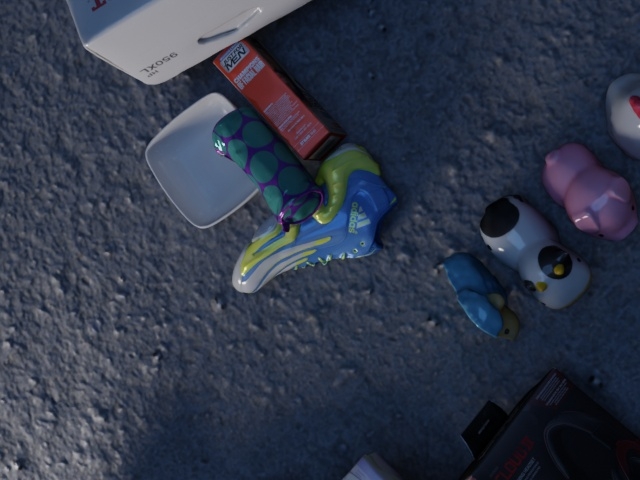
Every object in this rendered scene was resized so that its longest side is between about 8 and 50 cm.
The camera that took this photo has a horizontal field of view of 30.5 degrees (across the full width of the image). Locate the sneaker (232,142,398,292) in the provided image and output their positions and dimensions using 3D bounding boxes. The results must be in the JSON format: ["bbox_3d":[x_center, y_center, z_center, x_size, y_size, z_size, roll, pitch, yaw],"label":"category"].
[{"bbox_3d":[0.000,0.000,1.452,0.126,0.091,0.240,43,103,8],"label":"sneaker"}]

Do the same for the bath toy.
[{"bbox_3d":[0.294,-0.042,1.347,0.151,0.129,0.348,43,103,9],"label":"bath toy"}]

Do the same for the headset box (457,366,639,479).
[{"bbox_3d":[0.282,0.300,1.318,0.293,0.218,0.110,41,135,10],"label":"headset box"}]

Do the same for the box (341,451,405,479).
[{"bbox_3d":[0.147,0.372,1.308,0.324,0.063,0.067,44,100,15],"label":"box"}]

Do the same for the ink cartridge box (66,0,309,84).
[{"bbox_3d":[-0.187,-0.430,1.393,0.285,0.166,0.395,-27,72,16],"label":"ink cartridge box"}]

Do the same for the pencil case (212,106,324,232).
[{"bbox_3d":[-0.064,-0.087,1.404,0.070,0.064,0.151,-46,67,13],"label":"pencil case"}]

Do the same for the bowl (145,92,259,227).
[{"bbox_3d":[-0.136,-0.101,1.503,0.142,0.053,0.142,-37,83,14],"label":"bowl"}]

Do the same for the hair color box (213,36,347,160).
[{"bbox_3d":[-0.048,-0.176,1.452,0.053,0.093,0.167,-45,82,13],"label":"hair color box"}]
